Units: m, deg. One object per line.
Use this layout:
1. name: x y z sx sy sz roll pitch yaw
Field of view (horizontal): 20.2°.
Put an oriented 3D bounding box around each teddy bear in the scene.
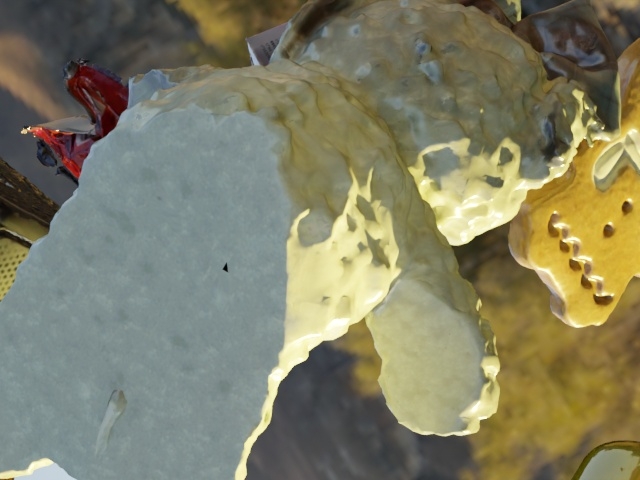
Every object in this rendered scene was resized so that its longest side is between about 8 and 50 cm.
1. teddy bear: 0.000 0.000 1.160 0.327 0.375 0.362 36 -156 19

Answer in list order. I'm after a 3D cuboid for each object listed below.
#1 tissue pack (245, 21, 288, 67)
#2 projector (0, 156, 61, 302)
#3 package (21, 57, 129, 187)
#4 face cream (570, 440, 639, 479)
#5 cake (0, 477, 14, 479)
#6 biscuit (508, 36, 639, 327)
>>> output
1. tissue pack: 0.048 -0.099 1.570 0.092 0.148 0.246 75 171 -48
2. projector: -0.463 0.079 1.960 0.395 0.405 0.242 35 -178 44
3. package: -0.154 -0.053 1.698 0.269 0.071 0.194 42 143 -5
4. face cream: 0.045 0.186 0.504 0.078 0.273 0.078 29 157 14
5. cake: -0.271 0.197 1.262 0.295 0.113 0.116 67 -160 -3
6. biscuit: 0.235 -0.056 1.330 0.035 0.249 0.184 20 154 47
